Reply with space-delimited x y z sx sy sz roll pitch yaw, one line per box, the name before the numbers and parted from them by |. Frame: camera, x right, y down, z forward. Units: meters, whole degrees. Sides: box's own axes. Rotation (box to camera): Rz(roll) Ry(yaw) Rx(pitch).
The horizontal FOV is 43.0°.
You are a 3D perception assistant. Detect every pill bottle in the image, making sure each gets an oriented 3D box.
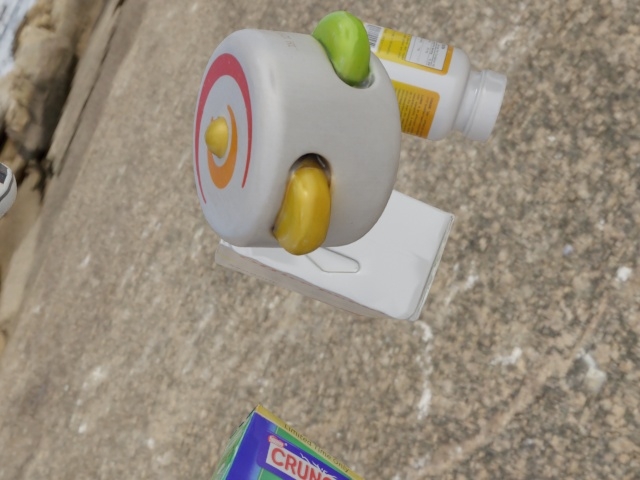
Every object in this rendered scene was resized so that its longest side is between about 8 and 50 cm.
pill bottle | 0.134 -0.222 1.169 0.136 0.245 0.136 16 -90 -87

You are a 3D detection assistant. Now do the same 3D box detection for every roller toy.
roller toy | -0.033 -0.086 0.730 0.191 0.146 0.209 -12 80 63

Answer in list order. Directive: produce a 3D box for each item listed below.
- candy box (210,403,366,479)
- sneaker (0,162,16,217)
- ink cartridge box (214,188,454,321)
candy box | -0.063 0.467 1.312 0.122 0.268 0.317 -50 9 28
sneaker | -0.429 -0.053 0.887 0.126 0.127 0.321 -19 25 3
ink cartridge box | 0.000 0.000 1.213 0.384 0.279 0.160 157 134 -80
